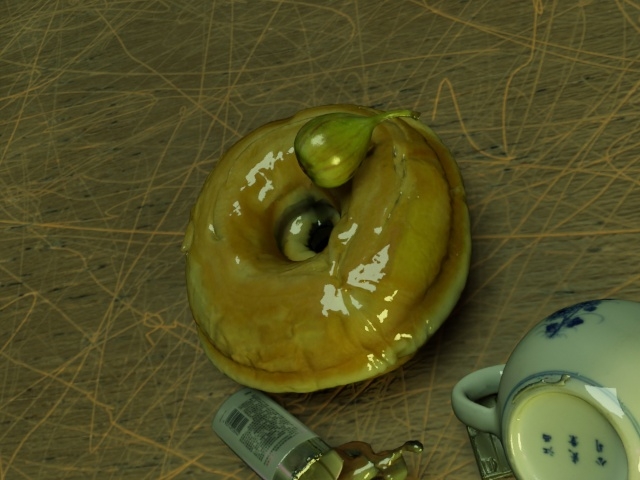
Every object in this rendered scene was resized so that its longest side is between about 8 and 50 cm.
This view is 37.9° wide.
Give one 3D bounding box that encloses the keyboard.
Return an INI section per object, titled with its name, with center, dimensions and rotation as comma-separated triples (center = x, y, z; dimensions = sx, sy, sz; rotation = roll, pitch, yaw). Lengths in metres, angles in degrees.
[keyboard]
center = 0.207, 0.235, 1.162
dimensions = 0.049, 0.015, 0.129
rotation = -18, 55, 7

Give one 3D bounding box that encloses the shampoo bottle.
[shampoo bottle]
center = -0.060, 0.258, 1.188
dimensions = 0.086, 0.056, 0.227
rotation = -44, 29, -15

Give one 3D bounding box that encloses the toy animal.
[toy animal]
center = -0.013, 0.345, 1.149
dimensions = 0.312, 0.097, 0.157
rotation = -48, 48, -10

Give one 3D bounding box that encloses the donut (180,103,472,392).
[donut]
center = 0.000, 0.000, 1.283
dimensions = 0.449, 0.198, 0.449
rotation = -13, 56, 20

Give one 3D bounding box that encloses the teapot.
[teapot]
center = 0.332, 0.182, 1.014
dimensions = 0.424, 0.280, 0.252
rotation = -2, 101, 43

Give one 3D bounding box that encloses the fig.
[fig]
center = 0.039, -0.129, 1.185
dimensions = 0.166, 0.093, 0.093
rotation = -31, 48, -30
